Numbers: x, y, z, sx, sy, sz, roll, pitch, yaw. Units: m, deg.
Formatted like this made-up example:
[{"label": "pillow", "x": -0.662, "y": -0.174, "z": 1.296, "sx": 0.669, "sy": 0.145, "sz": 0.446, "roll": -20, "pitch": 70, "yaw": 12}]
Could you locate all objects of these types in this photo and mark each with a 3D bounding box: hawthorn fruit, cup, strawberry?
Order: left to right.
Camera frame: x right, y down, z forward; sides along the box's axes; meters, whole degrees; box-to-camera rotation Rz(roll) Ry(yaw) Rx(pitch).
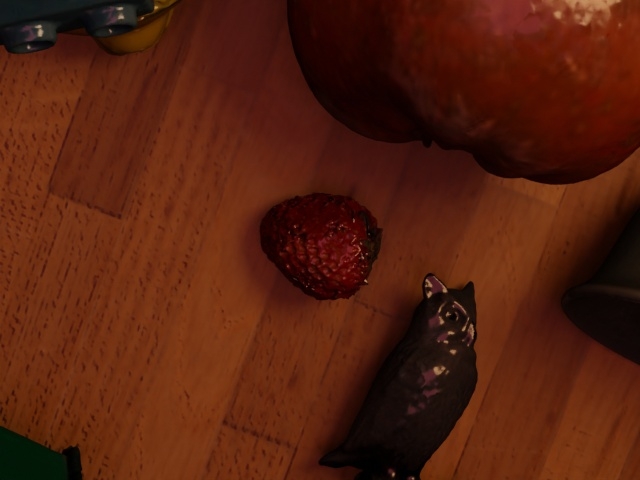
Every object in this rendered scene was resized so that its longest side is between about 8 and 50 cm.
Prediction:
[{"label": "strawberry", "x": 0.000, "y": 0.000, "z": 1.159, "sx": 0.096, "sy": 0.083, "sz": 0.083, "roll": 10, "pitch": 97, "yaw": 25}, {"label": "hawthorn fruit", "x": 0.111, "y": -0.172, "z": 1.046, "sx": 0.284, "sy": 0.284, "sz": 0.284, "roll": 0, "pitch": 97, "yaw": -2}, {"label": "cup", "x": 0.297, "y": 0.018, "z": 1.134, "sx": 0.199, "sy": 0.199, "sz": 0.150, "roll": 26, "pitch": 77, "yaw": -5}]

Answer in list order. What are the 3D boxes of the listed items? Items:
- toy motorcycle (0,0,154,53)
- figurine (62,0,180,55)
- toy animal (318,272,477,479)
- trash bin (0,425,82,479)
[{"label": "toy motorcycle", "x": -0.294, "y": -0.134, "z": 0.907, "sx": 0.416, "sy": 0.172, "sz": 0.232, "roll": -12, "pitch": 85, "yaw": -1}, {"label": "figurine", "x": -0.146, "y": -0.300, "z": 1.050, "sx": 0.324, "sy": 0.231, "sz": 0.340, "roll": 18, "pitch": 105, "yaw": -25}, {"label": "toy animal", "x": 0.066, "y": 0.129, "z": 1.187, "sx": 0.117, "sy": 0.121, "sz": 0.210, "roll": 2, "pitch": 77, "yaw": 40}, {"label": "trash bin", "x": -0.379, "y": 0.191, "z": 1.083, "sx": 0.381, "sy": 0.295, "sz": 0.259, "roll": 24, "pitch": 100, "yaw": -18}]
